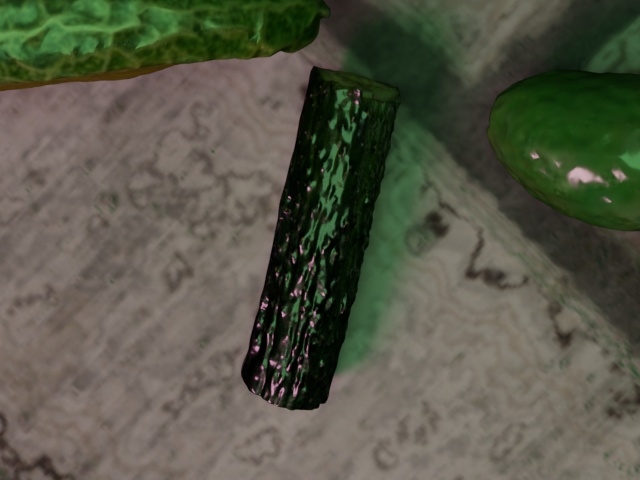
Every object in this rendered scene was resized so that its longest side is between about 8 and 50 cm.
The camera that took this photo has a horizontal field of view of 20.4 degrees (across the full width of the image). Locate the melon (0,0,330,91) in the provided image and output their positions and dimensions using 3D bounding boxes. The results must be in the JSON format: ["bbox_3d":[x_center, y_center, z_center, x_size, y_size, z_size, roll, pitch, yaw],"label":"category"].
[{"bbox_3d":[-0.204,-0.145,0.876,0.344,0.226,0.331,-14,59,-15],"label":"melon"}]

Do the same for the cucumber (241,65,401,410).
[{"bbox_3d":[-0.001,0.000,0.981,0.058,0.058,0.187,13,97,4],"label":"cucumber"}]

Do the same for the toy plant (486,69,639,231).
[{"bbox_3d":[0.295,-0.031,0.878,0.356,0.210,0.317,-38,93,21],"label":"toy plant"}]
